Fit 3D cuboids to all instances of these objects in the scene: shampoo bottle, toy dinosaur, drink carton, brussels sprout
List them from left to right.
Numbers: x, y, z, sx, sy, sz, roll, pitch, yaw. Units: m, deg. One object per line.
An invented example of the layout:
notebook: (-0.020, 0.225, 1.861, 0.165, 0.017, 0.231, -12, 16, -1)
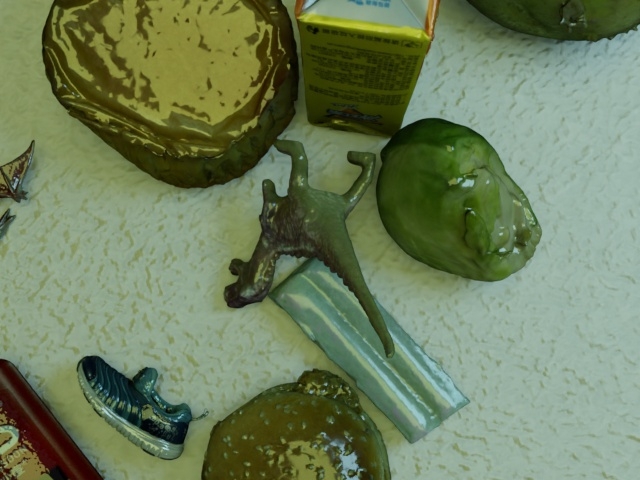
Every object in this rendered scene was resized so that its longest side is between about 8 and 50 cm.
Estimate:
toy dinosaur: (-0.381, -0.028, 1.069, 0.108, 0.032, 0.220, 43, 96, 1)
shampoo bottle: (-0.313, 0.222, 1.019, 0.118, 0.076, 0.314, -39, 85, 0)
toy dinosaur: (0.002, 0.001, 0.987, 0.251, 0.072, 0.199, 8, 82, 37)
drink carton: (0.045, -0.206, 0.920, 0.111, 0.351, 0.154, 11, 85, 1)
brussels sprout: (0.133, -0.041, 1.012, 0.183, 0.145, 0.131, 53, 56, -32)

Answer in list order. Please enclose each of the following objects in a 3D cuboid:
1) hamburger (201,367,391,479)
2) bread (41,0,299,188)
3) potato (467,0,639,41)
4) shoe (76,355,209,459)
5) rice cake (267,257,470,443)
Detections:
hamburger: (-0.024, 0.236, 0.992, 0.190, 0.122, 0.215, -3, 82, 3)
bread: (-0.146, -0.183, 1.029, 0.253, 0.142, 0.227, 31, 84, 1)
potato: (0.286, -0.372, 1.002, 0.270, 0.219, 0.359, 33, 83, 11)
shoe: (-0.189, 0.163, 1.030, 0.143, 0.064, 0.071, 37, 87, 1)
rice cake: (0.051, 0.110, 1.044, 0.085, 0.040, 0.226, -43, 85, -5)
